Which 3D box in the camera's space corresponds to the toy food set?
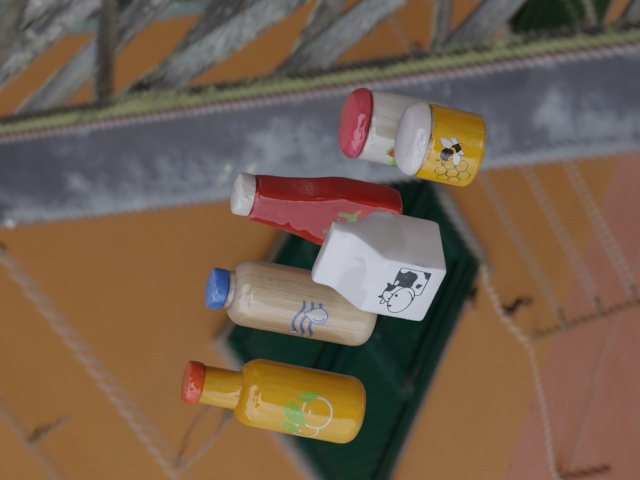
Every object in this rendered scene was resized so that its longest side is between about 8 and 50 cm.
[{"bbox_3d":[0.000,0.000,0.998,0.104,0.111,0.232,11,131,-15],"label":"toy food set"}]
